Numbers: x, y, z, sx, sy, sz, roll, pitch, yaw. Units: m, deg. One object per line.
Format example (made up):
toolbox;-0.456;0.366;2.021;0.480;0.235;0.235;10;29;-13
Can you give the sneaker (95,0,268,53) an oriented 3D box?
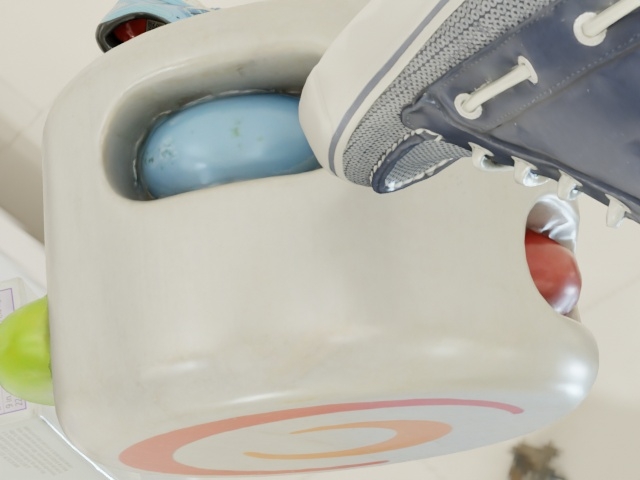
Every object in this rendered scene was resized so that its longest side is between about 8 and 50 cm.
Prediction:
sneaker;-0.068;-0.117;1.046;0.162;0.073;0.063;10;114;20

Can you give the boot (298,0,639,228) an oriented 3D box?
boot;0.055;-0.031;0.397;0.086;0.069;0.190;60;157;9

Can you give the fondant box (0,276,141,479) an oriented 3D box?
fondant box;-0.306;0.140;1.073;0.330;0.096;0.238;-15;157;3

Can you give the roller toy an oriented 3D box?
roller toy;0.000;0.000;0.600;0.209;0.146;0.191;3;162;-29
